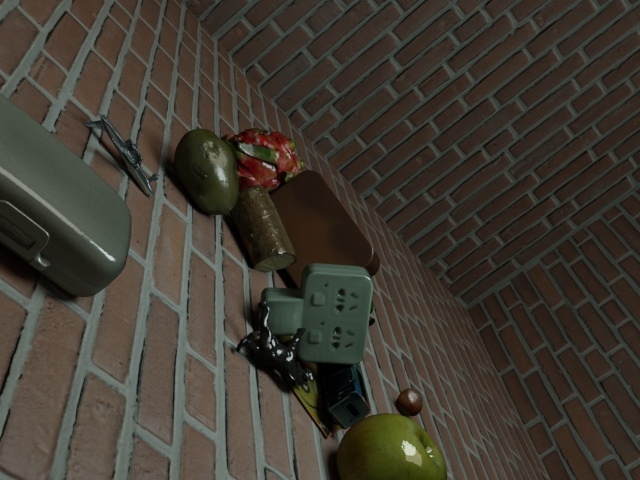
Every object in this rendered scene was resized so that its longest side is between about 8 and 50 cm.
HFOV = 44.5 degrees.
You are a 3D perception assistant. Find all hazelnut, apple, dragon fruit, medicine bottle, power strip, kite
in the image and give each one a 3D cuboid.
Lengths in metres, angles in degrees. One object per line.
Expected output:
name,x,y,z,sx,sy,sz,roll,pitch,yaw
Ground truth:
hazelnut,0.267,0.483,2.337,0.086,0.086,0.086,48,14,-16
apple,0.156,0.495,1.705,0.261,0.194,0.261,49,15,-18
dragon fruit,-0.188,-0.226,2.344,0.302,0.231,0.237,20,43,-44
medicine bottle,-0.473,-0.085,1.277,0.375,0.123,0.282,45,17,-29
power strip,-0.017,0.168,1.888,0.260,0.230,0.141,4,14,-5
kite,-0.019,0.349,1.887,0.377,0.013,0.328,43,17,-36

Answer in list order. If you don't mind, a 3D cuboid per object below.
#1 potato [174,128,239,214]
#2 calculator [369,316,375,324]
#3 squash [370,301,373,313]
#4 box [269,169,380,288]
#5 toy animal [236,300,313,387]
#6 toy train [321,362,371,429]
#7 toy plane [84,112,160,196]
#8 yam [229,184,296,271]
potato,-0.293,-0.178,2.048,0.177,0.160,0.235,-10,75,-47
calculator,0.034,0.200,2.130,0.220,0.048,0.329,12,-1,17
squash,0.064,0.152,2.502,0.292,0.082,0.082,43,16,-26
box,0.000,0.000,2.312,0.339,0.239,0.229,55,5,16
toy animal,-0.095,0.242,1.744,0.232,0.084,0.148,39,26,-41
toy train,0.057,0.330,1.966,0.089,0.086,0.409,53,8,-14
toy plane,-0.444,-0.199,1.795,0.226,0.058,0.226,49,-2,-9
yam,-0.163,-0.029,2.138,0.129,0.128,0.238,101,-33,-61
